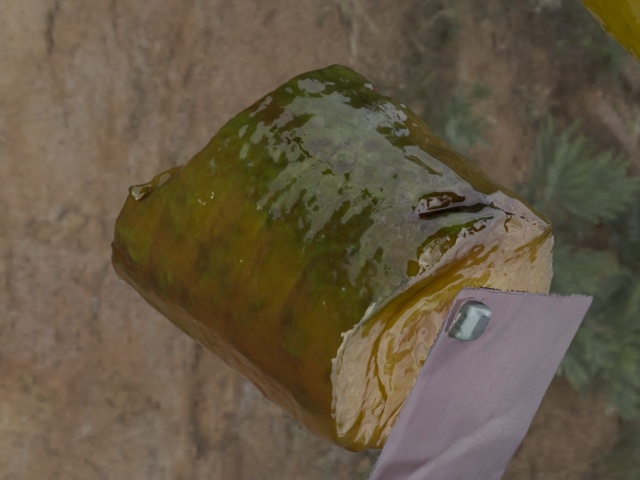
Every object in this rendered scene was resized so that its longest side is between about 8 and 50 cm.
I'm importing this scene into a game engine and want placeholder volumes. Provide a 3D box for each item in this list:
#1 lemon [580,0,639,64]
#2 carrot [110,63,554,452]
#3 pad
[{"bbox_3d":[0.271,-0.200,0.628,0.348,0.348,0.348,8,80,-57],"label":"lemon"},{"bbox_3d":[0.000,0.000,1.010,0.241,0.340,0.241,-39,152,-26],"label":"carrot"},{"bbox_3d":[0.036,0.101,0.474,0.113,0.006,0.188,6,112,-58],"label":"pad"}]
